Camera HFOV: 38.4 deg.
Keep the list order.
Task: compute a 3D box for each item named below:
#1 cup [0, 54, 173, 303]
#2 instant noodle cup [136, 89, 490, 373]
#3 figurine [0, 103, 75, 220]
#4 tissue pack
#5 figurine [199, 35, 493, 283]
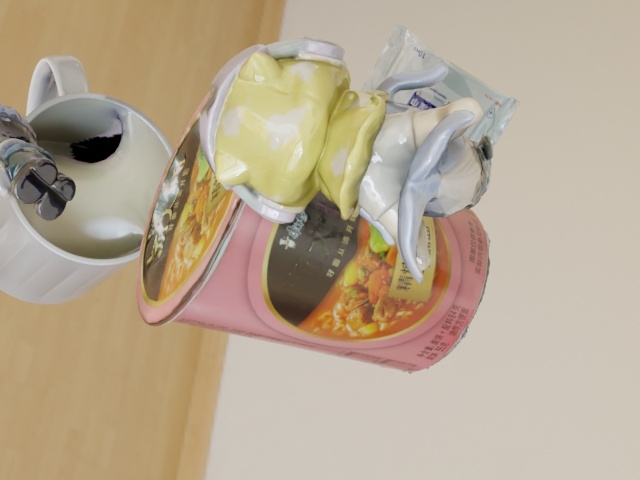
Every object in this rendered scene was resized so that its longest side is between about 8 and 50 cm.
[{"bbox_3d":[-0.374,-0.086,1.321,0.237,0.327,0.322,-8,82,-31],"label":"cup"},{"bbox_3d":[0.000,0.000,0.797,0.255,0.244,0.244,21,59,-24],"label":"instant noodle cup"},{"bbox_3d":[-0.234,-0.065,0.693,0.077,0.136,0.079,47,64,-46],"label":"figurine"},{"bbox_3d":[0.142,-0.165,1.136,0.122,0.193,0.026,-60,-160,6],"label":"tissue pack"},{"bbox_3d":[0.022,-0.056,0.569,0.208,0.184,0.128,-139,-119,-64],"label":"figurine"}]
